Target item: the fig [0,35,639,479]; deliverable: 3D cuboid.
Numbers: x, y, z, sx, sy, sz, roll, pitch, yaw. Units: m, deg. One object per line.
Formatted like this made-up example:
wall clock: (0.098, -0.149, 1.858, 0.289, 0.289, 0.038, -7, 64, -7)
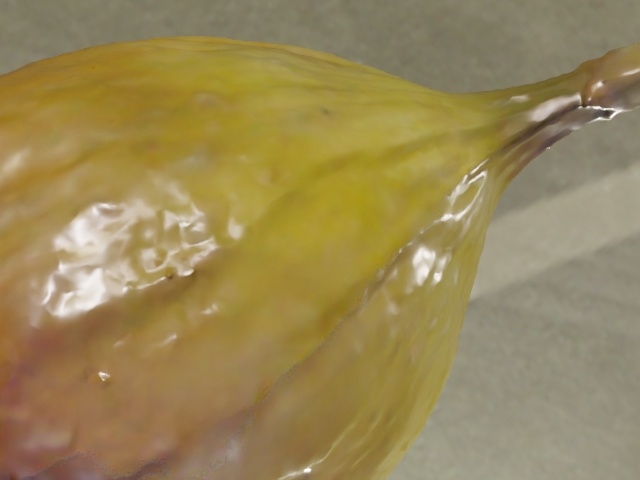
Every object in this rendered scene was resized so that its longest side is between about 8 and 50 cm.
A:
fig: (0.000, 0.000, 0.516, 0.257, 0.159, 0.159, -24, 137, 8)
